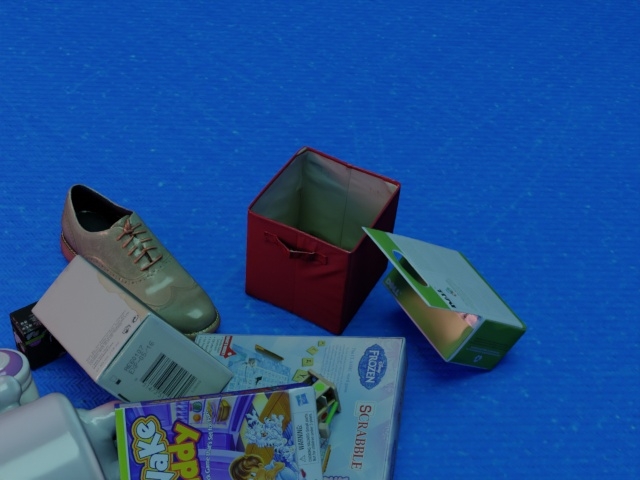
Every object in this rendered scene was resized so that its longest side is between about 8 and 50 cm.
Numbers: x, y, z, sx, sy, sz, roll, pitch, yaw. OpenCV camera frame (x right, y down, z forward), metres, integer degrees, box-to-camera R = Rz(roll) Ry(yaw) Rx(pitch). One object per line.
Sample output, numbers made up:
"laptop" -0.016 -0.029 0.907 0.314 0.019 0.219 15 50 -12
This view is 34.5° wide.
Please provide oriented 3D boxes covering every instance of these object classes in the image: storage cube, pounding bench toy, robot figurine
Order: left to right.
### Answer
"robot figurine" -0.383 0.319 1.262 0.353 0.200 0.300 -22 76 -18
"storage cube" 0.000 0.000 1.654 0.183 0.193 0.215 22 47 16
"pounding bench toy" 0.000 0.220 1.365 0.065 0.052 0.083 -37 48 -27

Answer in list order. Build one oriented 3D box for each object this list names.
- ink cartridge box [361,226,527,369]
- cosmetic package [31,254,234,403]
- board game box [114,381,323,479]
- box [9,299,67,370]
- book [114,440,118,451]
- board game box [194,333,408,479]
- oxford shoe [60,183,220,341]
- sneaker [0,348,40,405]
"ink cartridge box" 0.165 0.088 1.558 0.255 0.097 0.189 14 29 -46
"cosmetic package" -0.263 0.137 1.401 0.113 0.160 0.309 -52 32 -7
"board game box" -0.110 0.354 1.206 0.233 0.078 0.347 -5 87 -11
"box" -0.420 0.140 1.539 0.062 0.083 0.052 -25 50 -29
"book" -0.230 0.241 1.428 0.144 0.035 0.096 -46 30 -7
"board game box" -0.052 0.267 1.416 0.317 0.066 0.319 0 43 13
"oxford shoe" -0.297 0.035 1.629 0.348 0.130 0.123 32 49 25
"sneaker" -0.513 0.233 1.416 0.305 0.152 0.114 -4 33 25
